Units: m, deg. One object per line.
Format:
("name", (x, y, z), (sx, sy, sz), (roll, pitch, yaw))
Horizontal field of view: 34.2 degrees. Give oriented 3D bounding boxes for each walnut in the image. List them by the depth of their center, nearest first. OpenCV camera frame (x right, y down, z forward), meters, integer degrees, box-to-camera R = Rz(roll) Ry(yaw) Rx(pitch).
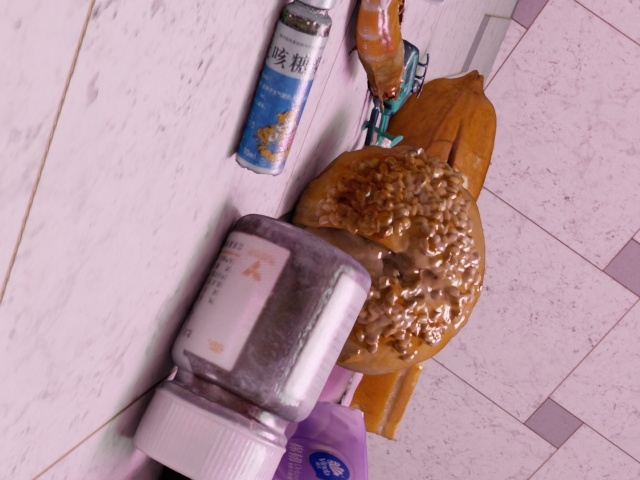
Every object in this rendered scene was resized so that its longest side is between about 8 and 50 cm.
("walnut", (0.198, -0.149, 1.792), (0.336, 0.209, 0.209), (-63, 170, -10))

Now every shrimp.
("shrimp", (0.079, -0.260, 1.283), (0.248, 0.068, 0.150), (91, 21, -54))

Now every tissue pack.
("tissue pack", (-0.028, 0.377, 1.271), (0.338, 0.160, 0.242), (-89, -169, -69))

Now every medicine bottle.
("medicine bottle", (-0.031, -0.154, 0.977), (0.051, 0.051, 0.191), (-45, 156, -64))
("medicine bottle", (-0.072, 0.122, 1.099), (0.273, 0.165, 0.165), (-62, 170, -9))

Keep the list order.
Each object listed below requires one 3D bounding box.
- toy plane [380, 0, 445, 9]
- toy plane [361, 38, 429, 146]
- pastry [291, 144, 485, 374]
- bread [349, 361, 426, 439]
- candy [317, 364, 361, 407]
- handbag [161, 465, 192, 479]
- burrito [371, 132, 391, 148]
("toy plane", (0.121, -0.354, 1.100), (0.252, 0.118, 0.252), (23, 90, -79))
("toy plane", (0.104, -0.212, 1.540), (0.096, 0.060, 0.235), (-45, 155, -44))
("pastry", (0.095, 0.020, 1.367), (0.315, 0.285, 0.184), (-65, -165, -12))
("bread", (0.064, 0.209, 1.849), (0.111, 0.239, 0.246), (-63, 173, -53))
("candy", (-0.015, 0.199, 1.619), (0.115, 0.156, 0.265), (90, 26, -64))
("handbag", (-0.178, 0.362, 1.388), (0.223, 0.080, 0.246), (-8, 117, -69))
("burrito", (0.074, -0.107, 1.683), (0.055, 0.041, 0.149), (-103, -143, -84))
